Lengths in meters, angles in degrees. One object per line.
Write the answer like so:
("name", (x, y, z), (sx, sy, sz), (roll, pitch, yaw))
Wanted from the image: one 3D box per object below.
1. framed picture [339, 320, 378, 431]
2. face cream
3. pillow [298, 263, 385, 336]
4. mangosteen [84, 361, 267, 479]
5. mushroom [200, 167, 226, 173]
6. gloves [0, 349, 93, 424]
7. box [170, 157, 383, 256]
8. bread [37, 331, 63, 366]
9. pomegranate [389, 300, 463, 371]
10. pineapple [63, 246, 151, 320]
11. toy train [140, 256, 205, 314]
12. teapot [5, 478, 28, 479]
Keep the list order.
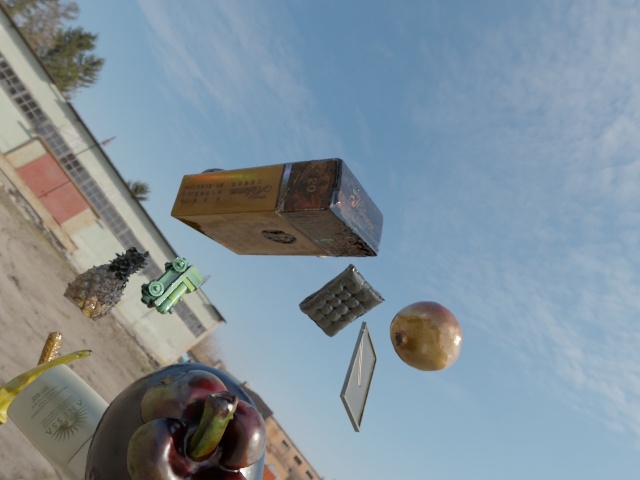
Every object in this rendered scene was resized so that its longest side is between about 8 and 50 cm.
("framed picture", (0.135, 0.447, 1.415), (0.020, 0.290, 0.211), (0, -50, 24))
("face cream", (-0.632, 0.475, 1.089), (0.348, 0.173, 0.081), (28, -35, 23))
("pillow", (0.094, 0.275, 1.889), (0.228, 0.326, 0.101), (46, 14, -16))
("mangosteen", (-0.265, 0.442, 0.882), (0.435, 0.382, 0.382), (-28, -79, 38))
("mushroom", (-0.320, -0.184, 1.362), (0.170, 0.080, 0.135), (-7, -19, 17))
("gloves", (-0.857, 0.426, 1.320), (0.133, 0.294, 0.116), (-13, -74, 56))
("box", (-0.091, -0.058, 0.960), (0.414, 0.116, 0.264), (1, -23, 28))
("bread", (-0.997, 0.409, 1.568), (0.044, 0.157, 0.052), (27, 7, 32))
("pomegranate", (0.275, 0.253, 1.125), (0.191, 0.191, 0.191), (40, -27, 24))
("pineapple", (-0.664, 0.119, 1.370), (0.157, 0.279, 0.158), (36, -23, 18))
("toy train", (-0.473, 0.147, 1.355), (0.083, 0.200, 0.132), (-16, -62, 44))
("teapot", (-1.053, 0.903, 1.351), (0.312, 0.314, 0.234), (-31, -108, 51))
